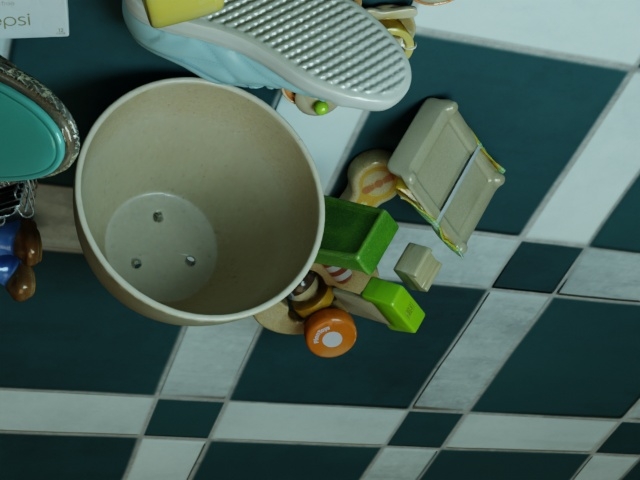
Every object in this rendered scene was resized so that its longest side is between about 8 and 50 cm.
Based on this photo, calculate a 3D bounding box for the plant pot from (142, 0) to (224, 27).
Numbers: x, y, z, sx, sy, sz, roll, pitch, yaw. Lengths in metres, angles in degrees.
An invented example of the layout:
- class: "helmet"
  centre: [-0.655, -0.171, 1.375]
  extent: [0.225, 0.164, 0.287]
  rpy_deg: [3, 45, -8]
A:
- class: "plant pot"
  centre: [-0.100, -0.376, 1.232]
  extent: [0.239, 0.254, 0.254]
  rpy_deg: [-17, 140, -6]

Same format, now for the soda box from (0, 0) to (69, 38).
- class: "soda box"
  centre: [-0.409, -0.286, 1.382]
  extent: [0.216, 0.069, 0.074]
  rpy_deg: [-4, 138, -11]

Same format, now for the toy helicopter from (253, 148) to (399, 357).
- class: "toy helicopter"
  centre: [0.000, 0.000, 1.801]
  extent: [0.235, 0.140, 0.355]
  rpy_deg: [22, 118, -22]

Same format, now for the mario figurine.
- class: "mario figurine"
  centre: [-0.558, 0.053, 1.643]
  extent: [0.320, 0.170, 0.198]
  rpy_deg: [-2, 104, -24]

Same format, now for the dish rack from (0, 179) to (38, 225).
- class: "dish rack"
  centre: [-0.446, -0.061, 1.486]
  extent: [0.208, 0.271, 0.074]
  rpy_deg: [-16, 123, 3]

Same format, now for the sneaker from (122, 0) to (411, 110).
- class: "sneaker"
  centre: [-0.069, -0.243, 1.444]
  extent: [0.366, 0.135, 0.150]
  rpy_deg: [24, 159, -3]

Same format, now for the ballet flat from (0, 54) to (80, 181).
- class: "ballet flat"
  centre: [-0.498, -0.171, 1.381]
  extent: [0.482, 0.182, 0.164]
  rpy_deg: [2, 120, 8]

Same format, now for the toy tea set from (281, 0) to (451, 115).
- class: "toy tea set"
  centre: [0.064, -0.279, 1.472]
  extent: [0.200, 0.124, 0.336]
  rpy_deg: [4, 136, -19]

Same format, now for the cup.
- class: "cup"
  centre: [-0.189, -0.023, 1.592]
  extent: [0.331, 0.331, 0.237]
  rpy_deg: [6, 161, -21]

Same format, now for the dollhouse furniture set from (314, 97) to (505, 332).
- class: "dollhouse furniture set"
  centre: [0.112, -0.046, 1.711]
  extent: [0.151, 0.301, 0.197]
  rpy_deg: [11, 152, 43]
